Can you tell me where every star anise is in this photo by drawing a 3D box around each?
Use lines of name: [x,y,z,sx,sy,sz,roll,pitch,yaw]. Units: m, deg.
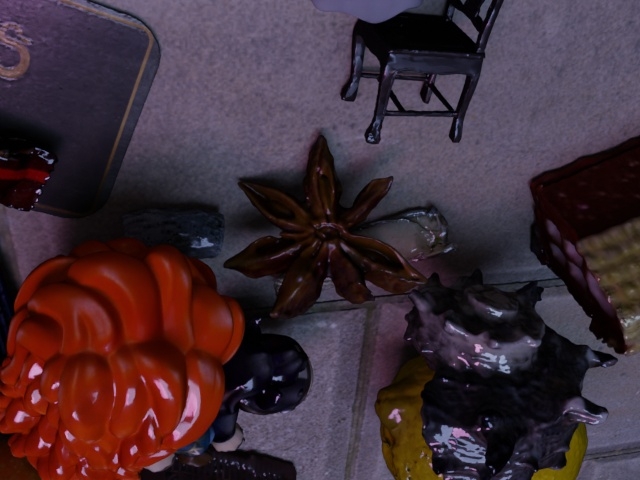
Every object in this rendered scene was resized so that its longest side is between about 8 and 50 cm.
star anise: [-0.003,0.002,0.817,0.196,0.212,0.111,-36,176,-20]

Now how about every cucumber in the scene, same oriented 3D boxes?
cucumber: [-0.162,-0.007,0.828,0.112,0.064,0.064,-5,128,-15]

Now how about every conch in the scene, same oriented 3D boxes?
conch: [0.186,0.142,0.822,0.240,0.313,0.186,36,138,-12]

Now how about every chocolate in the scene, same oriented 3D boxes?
chocolate: [-0.345,-0.072,0.697,0.182,0.028,0.086,14,126,-40]

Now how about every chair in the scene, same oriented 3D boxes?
chair: [0.105,-0.214,0.709,0.113,0.106,0.229,-1,126,-18]

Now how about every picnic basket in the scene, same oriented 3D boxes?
picnic basket: [-0.173,0.423,1.118,0.297,0.129,0.222,22,117,-30]

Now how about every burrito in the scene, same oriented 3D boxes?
burrito: [0.050,0.019,0.910,0.229,0.058,0.063,-17,135,1]

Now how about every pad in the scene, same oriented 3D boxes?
pad: [-0.336,-0.158,0.655,0.375,0.063,0.315,13,123,-25]

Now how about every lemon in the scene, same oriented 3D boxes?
lemon: [0.213,0.259,1.023,0.319,0.245,0.245,17,121,-20]

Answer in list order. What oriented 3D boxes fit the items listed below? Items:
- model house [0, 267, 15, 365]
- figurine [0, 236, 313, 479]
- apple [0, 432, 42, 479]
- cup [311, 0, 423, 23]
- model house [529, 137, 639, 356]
model house: [-0.428,0.089,0.801,0.211,0.170,0.194,-26,129,-32]
figurine: [-0.173,0.155,0.819,0.306,0.241,0.412,-13,153,23]
apple: [-0.386,0.318,0.926,0.230,0.230,0.230,-8,129,-10]
cup: [0.043,-0.279,0.606,0.299,0.167,0.173,-29,144,-26]
model house: [0.385,0.016,0.875,0.196,0.254,0.160,-22,126,1]
